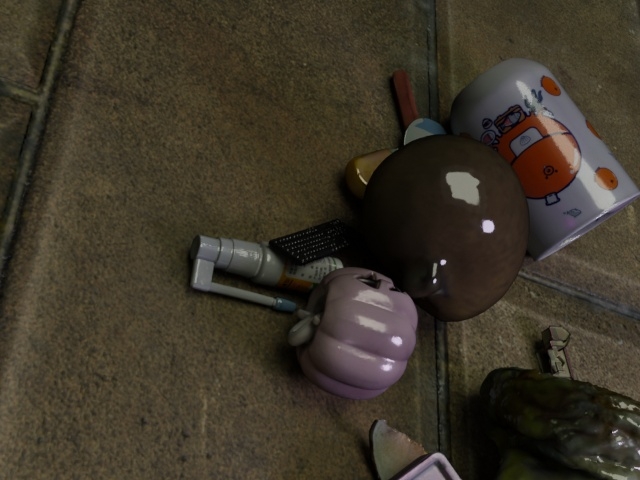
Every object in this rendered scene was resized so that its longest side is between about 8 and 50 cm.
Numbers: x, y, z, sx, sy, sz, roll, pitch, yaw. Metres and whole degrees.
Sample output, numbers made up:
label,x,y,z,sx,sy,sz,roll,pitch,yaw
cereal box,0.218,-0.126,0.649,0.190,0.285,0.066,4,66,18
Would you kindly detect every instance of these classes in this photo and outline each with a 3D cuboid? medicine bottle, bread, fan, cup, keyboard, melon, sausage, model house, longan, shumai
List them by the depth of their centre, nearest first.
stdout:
label,x,y,z,sx,sy,sz,roll,pitch,yaw
melon,0.130,0.324,1.249,0.182,0.098,0.054,35,29,12
shumai,0.346,0.340,1.286,0.304,0.309,0.263,28,76,-9
medicine bottle,-0.077,0.047,1.299,0.221,0.061,0.092,14,74,-26
keyboard,0.000,0.000,1.350,0.061,0.013,0.204,34,24,19
longan,0.188,-0.021,1.377,0.300,0.243,0.300,29,52,-45
bread,0.084,-0.101,1.494,0.115,0.056,0.082,-29,85,-46
model house,0.393,0.187,1.523,0.058,0.057,0.083,7,58,-25
fan,0.163,-0.155,1.590,0.175,0.005,0.113,-6,86,-35
cup,0.377,-0.151,1.619,0.212,0.212,0.317,-22,74,-40
sausage,0.153,-0.241,1.643,0.030,0.035,0.147,-10,64,-2

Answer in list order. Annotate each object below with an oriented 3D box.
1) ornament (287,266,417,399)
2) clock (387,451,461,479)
label,x,y,z,sx,sy,sz,roll,pitch,yaw
ornament,0.040,0.123,1.252,0.178,0.177,0.177,16,55,-25
clock,0.109,0.381,1.162,0.197,0.063,0.150,-33,83,-16
